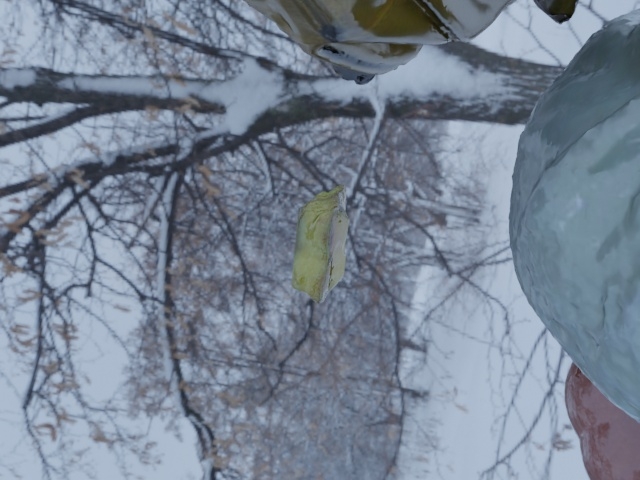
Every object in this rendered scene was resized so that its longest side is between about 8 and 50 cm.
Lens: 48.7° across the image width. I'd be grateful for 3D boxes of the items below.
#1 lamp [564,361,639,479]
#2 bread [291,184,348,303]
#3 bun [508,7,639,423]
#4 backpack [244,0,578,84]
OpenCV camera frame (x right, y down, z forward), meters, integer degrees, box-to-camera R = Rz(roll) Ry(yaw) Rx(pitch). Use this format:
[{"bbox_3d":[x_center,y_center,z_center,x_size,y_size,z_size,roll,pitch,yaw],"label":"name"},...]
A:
[{"bbox_3d":[0.395,0.165,0.682,0.239,0.305,0.305,62,-143,-59],"label":"lamp"},{"bbox_3d":[0.000,0.000,1.132,0.233,0.088,0.160,-80,-9,-77],"label":"bread"},{"bbox_3d":[0.269,-0.043,0.368,0.362,0.362,0.211,-74,-32,-44],"label":"bun"},{"bbox_3d":[0.006,-0.265,0.398,0.378,0.201,0.353,-12,-98,-60],"label":"backpack"}]
